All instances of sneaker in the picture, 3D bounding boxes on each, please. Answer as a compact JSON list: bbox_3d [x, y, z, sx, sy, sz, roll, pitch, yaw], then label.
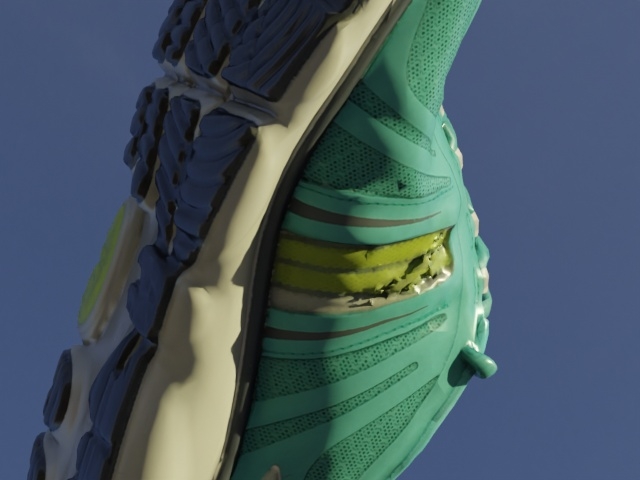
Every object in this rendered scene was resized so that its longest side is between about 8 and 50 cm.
[{"bbox_3d":[0.000,0.000,0.491,0.110,0.107,0.275,13,-71,-23],"label":"sneaker"}]
